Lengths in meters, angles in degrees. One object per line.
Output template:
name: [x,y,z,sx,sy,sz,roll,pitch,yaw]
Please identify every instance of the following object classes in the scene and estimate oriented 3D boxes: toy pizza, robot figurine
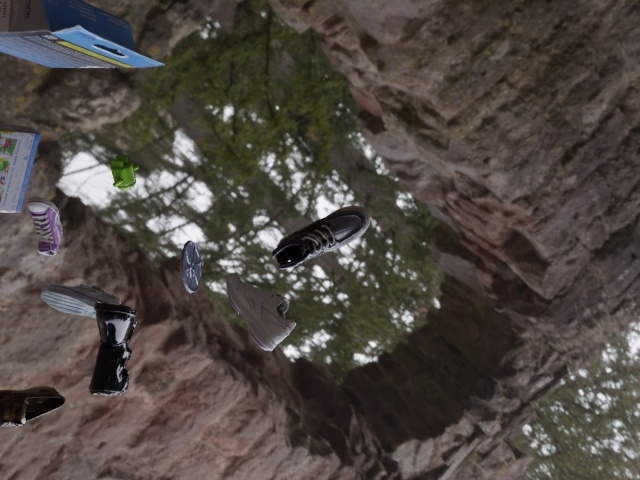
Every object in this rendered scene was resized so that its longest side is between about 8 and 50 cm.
toy pizza: [-0.496,0.099,2.444,0.032,0.201,0.201,-3,-131,10]
robot figurine: [-0.604,-0.203,1.986,0.067,0.115,0.101,8,-142,15]

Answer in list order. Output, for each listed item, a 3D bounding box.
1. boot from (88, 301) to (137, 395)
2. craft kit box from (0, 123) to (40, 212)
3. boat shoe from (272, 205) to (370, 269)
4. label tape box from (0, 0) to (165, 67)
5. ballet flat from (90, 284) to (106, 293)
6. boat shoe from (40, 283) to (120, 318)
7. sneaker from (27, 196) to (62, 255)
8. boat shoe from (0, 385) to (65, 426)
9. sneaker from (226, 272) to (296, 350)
boot: [-0.504,0.269,1.565,0.094,0.246,0.207,8,-109,-6]
craft kit box: [-0.896,-0.190,1.720,0.061,0.247,0.249,32,-71,25]
boat shoe: [0.000,0.000,2.112,0.341,0.127,0.158,-26,-170,18]
label tape box: [-0.532,-0.442,1.343,0.348,0.249,0.115,5,-89,26]
ballet flat: [-0.802,0.279,2.448,0.091,0.077,0.240,-31,-102,28]
boat shoe: [-0.672,0.164,1.825,0.083,0.226,0.075,-36,-138,31]
sneaker: [-1.104,-0.043,2.600,0.102,0.282,0.161,-4,-124,-3]
boat shoe: [-1.084,0.600,2.305,0.123,0.342,0.123,6,-85,45]
sneaker: [-0.184,0.199,2.009,0.152,0.114,0.305,-38,-123,-2]
